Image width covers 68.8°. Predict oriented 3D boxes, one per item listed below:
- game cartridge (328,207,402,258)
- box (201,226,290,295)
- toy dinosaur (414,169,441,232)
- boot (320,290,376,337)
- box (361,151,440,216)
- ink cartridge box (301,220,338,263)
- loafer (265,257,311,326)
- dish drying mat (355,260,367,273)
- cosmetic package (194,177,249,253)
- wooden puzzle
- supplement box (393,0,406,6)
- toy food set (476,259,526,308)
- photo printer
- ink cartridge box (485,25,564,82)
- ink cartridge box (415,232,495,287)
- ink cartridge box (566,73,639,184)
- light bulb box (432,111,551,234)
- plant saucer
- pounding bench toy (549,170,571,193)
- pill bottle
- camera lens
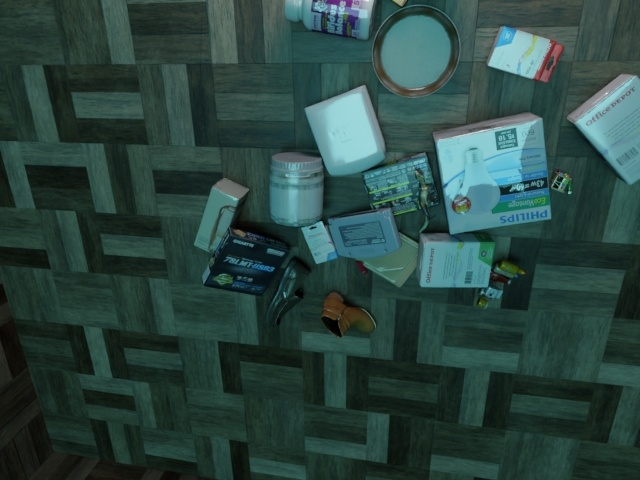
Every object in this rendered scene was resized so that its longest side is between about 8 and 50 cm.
[{"bbox_3d":[0.185,-0.023,1.945,0.298,0.062,0.197,-7,114,35],"label":"game cartridge"},{"bbox_3d":[-0.330,0.103,2.066,0.296,0.073,0.293,17,121,-33],"label":"box"},{"bbox_3d":[0.410,-0.138,1.800,0.064,0.118,0.267,-13,113,-13],"label":"toy dinosaur"},{"bbox_3d":[0.123,0.360,2.069,0.283,0.220,0.109,44,114,-8],"label":"boot"},{"bbox_3d":[0.322,-0.213,1.878,0.270,0.060,0.216,-14,109,18],"label":"box"},{"bbox_3d":[0.000,0.000,2.034,0.105,0.061,0.181,-17,108,18],"label":"ink cartridge box"},{"bbox_3d":[-0.147,0.259,2.134,0.130,0.133,0.365,24,115,2],"label":"loafer"},{"bbox_3d":[0.180,0.119,2.051,0.032,0.008,0.083,11,147,37],"label":"dish drying mat"},{"bbox_3d":[-0.431,-0.102,2.038,0.129,0.153,0.296,24,117,1],"label":"cosmetic package"},{"bbox_3d":[0.301,0.059,2.008,0.239,0.044,0.220,33,116,2],"label":"wooden puzzle"},{"bbox_3d":[0.209,-0.902,1.606,0.234,0.078,0.080,33,115,-3],"label":"supplement box"},{"bbox_3d":[0.739,0.184,1.922,0.105,0.111,0.232,21,112,3],"label":"toy food set"},{"bbox_3d":[0.104,-0.411,1.816,0.256,0.107,0.307,-15,108,18],"label":"photo printer"},{"bbox_3d":[0.708,-0.636,1.607,0.231,0.078,0.134,18,115,4],"label":"ink cartridge box"},{"bbox_3d":[0.538,0.078,1.891,0.279,0.117,0.201,0,113,-1],"label":"ink cartridge box"},{"bbox_3d":[1.052,-0.383,1.609,0.306,0.131,0.226,46,114,-7],"label":"ink cartridge box"},{"bbox_3d":[0.618,-0.245,1.709,0.358,0.225,0.360,-10,109,16],"label":"light bulb box"},{"bbox_3d":[0.343,-0.677,1.686,0.311,0.050,0.310,5,113,11],"label":"plant saucer"},{"bbox_3d":[0.913,-0.217,1.751,0.083,0.052,0.065,21,115,3],"label":"pounding bench toy"},{"bbox_3d":[0.037,-0.810,1.631,0.302,0.169,0.169,12,114,7],"label":"pill bottle"},{"bbox_3d":[-0.097,-0.201,1.884,0.220,0.219,0.274,6,113,10],"label":"camera lens"}]
